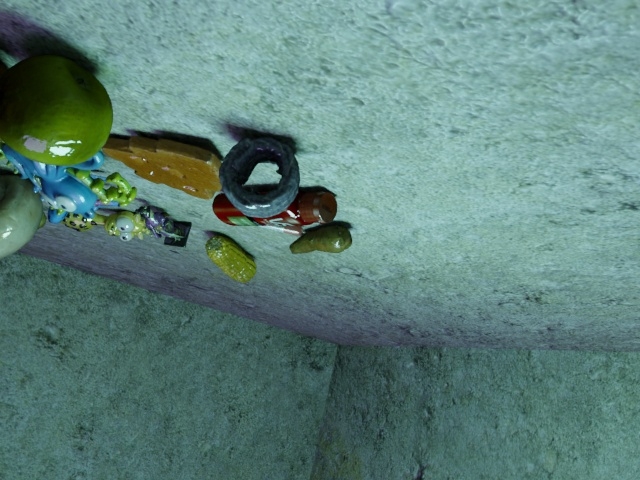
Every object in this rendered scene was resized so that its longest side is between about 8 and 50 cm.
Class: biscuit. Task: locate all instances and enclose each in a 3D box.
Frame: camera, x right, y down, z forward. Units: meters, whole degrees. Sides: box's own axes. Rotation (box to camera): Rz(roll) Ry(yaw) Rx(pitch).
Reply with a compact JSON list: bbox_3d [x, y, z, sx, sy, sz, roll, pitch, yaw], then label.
[{"bbox_3d":[-0.307,-0.166,1.515,0.284,0.043,0.306,27,161,-35],"label":"biscuit"}]

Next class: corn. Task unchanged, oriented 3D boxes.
[{"bbox_3d":[-0.289,0.054,2.248,0.102,0.101,0.313,8,161,17],"label":"corn"}]

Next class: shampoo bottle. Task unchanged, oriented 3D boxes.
[{"bbox_3d":[-0.106,-0.074,1.631,0.314,0.076,0.118,1,159,38],"label":"shampoo bottle"}]

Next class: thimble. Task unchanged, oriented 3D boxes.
[{"bbox_3d":[-0.113,-0.119,1.332,0.150,0.150,0.098,12,171,5],"label":"thimble"}]

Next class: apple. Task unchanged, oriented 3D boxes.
[{"bbox_3d":[-0.443,-0.218,1.170,0.157,0.196,0.196,-40,140,19],"label":"apple"}]

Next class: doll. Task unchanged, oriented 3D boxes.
[{"bbox_3d":[-0.606,-0.154,1.602,0.346,0.098,0.341,6,148,28],"label":"doll"},{"bbox_3d":[-0.666,-0.058,2.160,0.291,0.086,0.117,11,136,4],"label":"doll"}]

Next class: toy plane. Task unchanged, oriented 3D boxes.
[{"bbox_3d":[-0.661,-0.123,1.843,0.254,0.105,0.271,22,150,-29],"label":"toy plane"}]

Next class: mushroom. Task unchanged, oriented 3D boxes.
[{"bbox_3d":[-0.940,-0.092,1.953,0.298,0.297,0.290,5,140,28],"label":"mushroom"}]

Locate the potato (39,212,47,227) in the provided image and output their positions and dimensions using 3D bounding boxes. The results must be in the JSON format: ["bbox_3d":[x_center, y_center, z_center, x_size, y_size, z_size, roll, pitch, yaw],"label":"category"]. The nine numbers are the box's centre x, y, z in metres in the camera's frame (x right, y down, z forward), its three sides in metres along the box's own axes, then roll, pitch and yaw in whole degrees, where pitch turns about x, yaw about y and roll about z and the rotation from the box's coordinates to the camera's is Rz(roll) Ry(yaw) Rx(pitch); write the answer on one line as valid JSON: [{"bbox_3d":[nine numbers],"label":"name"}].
[{"bbox_3d":[-0.978,-0.092,2.288,0.118,0.090,0.225,10,166,11],"label":"potato"}]

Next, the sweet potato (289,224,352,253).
[{"bbox_3d":[0.000,0.000,1.841,0.075,0.075,0.273,21,167,-28],"label":"sweet potato"}]

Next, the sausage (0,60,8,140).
[{"bbox_3d":[-0.608,-0.262,1.282,0.134,0.115,0.354,0,170,-6],"label":"sausage"}]

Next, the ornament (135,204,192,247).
[{"bbox_3d":[-0.453,-0.046,2.023,0.081,0.088,0.203,7,163,19],"label":"ornament"}]

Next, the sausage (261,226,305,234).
[{"bbox_3d":[-0.147,-0.047,1.861,0.223,0.029,0.029,13,166,-2],"label":"sausage"}]
